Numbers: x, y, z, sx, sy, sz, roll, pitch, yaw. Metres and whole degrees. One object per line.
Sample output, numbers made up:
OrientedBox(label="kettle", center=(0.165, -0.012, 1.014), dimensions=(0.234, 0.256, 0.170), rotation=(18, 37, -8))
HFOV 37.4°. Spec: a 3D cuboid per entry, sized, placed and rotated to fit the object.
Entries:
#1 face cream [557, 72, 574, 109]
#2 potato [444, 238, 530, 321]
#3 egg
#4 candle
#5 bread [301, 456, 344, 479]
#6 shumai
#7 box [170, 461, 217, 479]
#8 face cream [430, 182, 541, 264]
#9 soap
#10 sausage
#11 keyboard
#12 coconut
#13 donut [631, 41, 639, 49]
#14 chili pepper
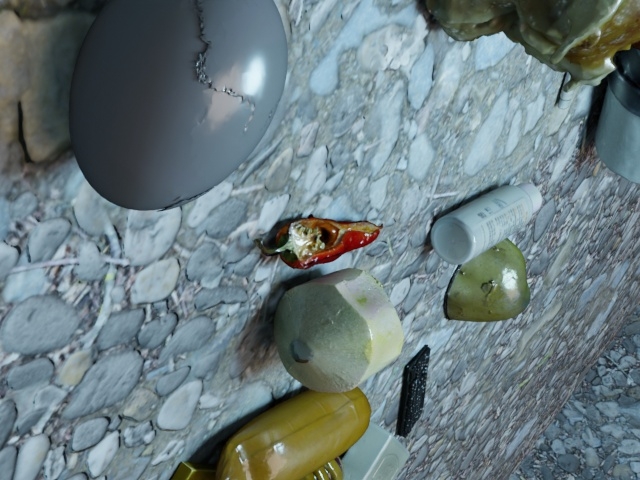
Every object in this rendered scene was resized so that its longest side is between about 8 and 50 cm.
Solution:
OrientedBox(label="face cream", center=(0.422, -0.275, 1.584), dimensions=(0.038, 0.020, 0.115), rotation=(-32, 141, -41))
OrientedBox(label="potato", center=(0.319, 0.086, 1.695), dimensions=(0.182, 0.117, 0.202), rotation=(-53, 153, -18))
OrientedBox(label="egg", center=(-0.106, -0.111, 0.694), dimensions=(0.146, 0.146, 0.198), rotation=(-6, 130, -58))
OrientedBox(label="candle", center=(0.635, -0.239, 1.781), dimensions=(0.221, 0.221, 0.342), rotation=(-44, 155, -26))
OrientedBox(label="bread", center=(-0.035, 0.391, 1.438), dimensions=(0.225, 0.081, 0.134), rotation=(-11, 126, -56))
OrientedBox(label="shumai", center=(0.302, -0.317, 1.060), dimensions=(0.314, 0.262, 0.267), rotation=(-35, 147, -42))
OrientedBox(label="box", center=(-0.158, 0.330, 1.225), dimensions=(0.089, 0.022, 0.156), rotation=(-57, 154, 1))
OrientedBox(label="face cream", center=(0.277, -0.036, 1.521), dimensions=(0.269, 0.082, 0.082), rotation=(-25, 139, -49))
OrientedBox(label="soap", center=(0.092, 0.401, 1.692), dimensions=(0.121, 0.064, 0.183), rotation=(-56, 155, -10))
OrientedBox(label="sausage", center=(-0.049, 0.274, 1.262), dimensions=(0.328, 0.112, 0.112), rotation=(-17, 133, -53))
OrientedBox(label="keyboard", center=(0.177, 0.285, 1.762), dimensions=(0.072, 0.023, 0.231), rotation=(-43, 150, -33))
OrientedBox(label="coconut", center=(0.017, 0.112, 1.157), dimensions=(0.153, 0.147, 0.147), rotation=(-16, 132, -55))
OrientedBox(label="donut", center=(0.559, -0.396, 1.593), dimensions=(0.184, 0.073, 0.166), rotation=(-29, 121, -47))
OrientedBox(label="chili pepper", center=(0.000, 0.000, 1.120), dimensions=(0.050, 0.059, 0.268), rotation=(-27, 173, 30))
